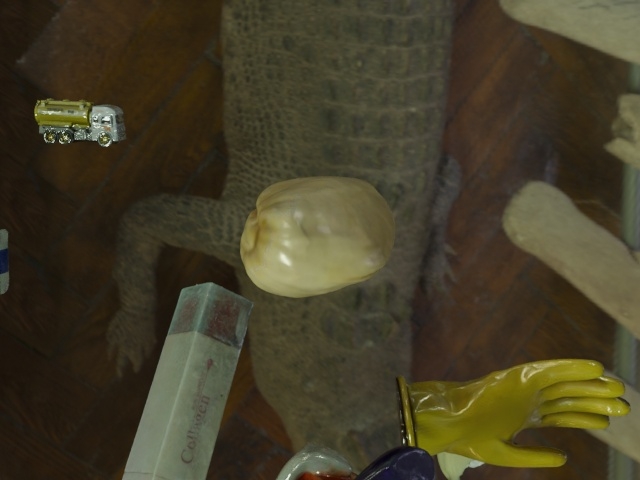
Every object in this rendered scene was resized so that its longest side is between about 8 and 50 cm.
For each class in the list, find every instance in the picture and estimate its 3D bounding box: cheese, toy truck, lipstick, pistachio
[{"bbox_3d":[0.234,0.327,1.786,0.127,0.050,0.235,-26,129,11],"label":"cheese"},{"bbox_3d":[-0.334,-0.165,1.449,0.123,0.052,0.063,3,100,6],"label":"toy truck"},{"bbox_3d":[-0.177,0.238,1.295,0.076,0.079,0.372,29,63,-33],"label":"lipstick"},{"bbox_3d":[0.000,0.000,1.093,0.200,0.145,0.117,-14,140,-55],"label":"pistachio"}]

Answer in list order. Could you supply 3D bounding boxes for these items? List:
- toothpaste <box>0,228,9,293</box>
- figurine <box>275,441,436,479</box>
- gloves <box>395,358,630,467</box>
[{"bbox_3d":[-0.472,0.072,1.205,0.266,0.061,0.096,-31,142,-44],"label":"toothpaste"},{"bbox_3d":[0.000,0.310,1.017,0.154,0.421,0.193,32,66,-12],"label":"figurine"},{"bbox_3d":[0.246,0.215,1.321,0.294,0.116,0.133,-6,145,1],"label":"gloves"}]
